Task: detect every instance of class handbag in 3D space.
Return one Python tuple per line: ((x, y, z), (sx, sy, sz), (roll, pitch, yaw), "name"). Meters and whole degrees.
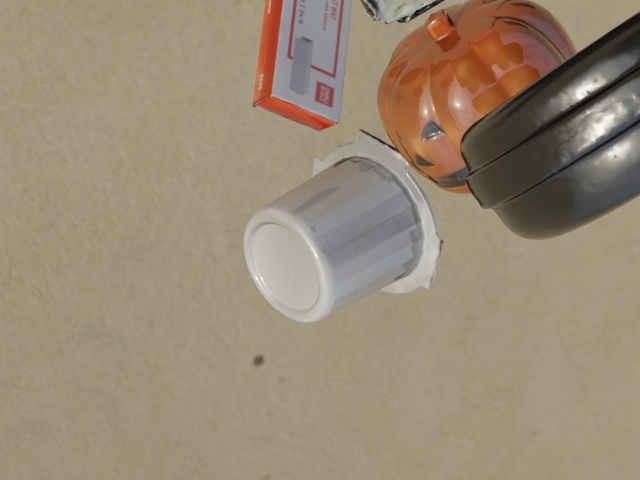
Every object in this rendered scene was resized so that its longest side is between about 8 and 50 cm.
((0.225, -0.106, 0.690), (0.308, 0.254, 0.093), (-34, 91, -39), "handbag")

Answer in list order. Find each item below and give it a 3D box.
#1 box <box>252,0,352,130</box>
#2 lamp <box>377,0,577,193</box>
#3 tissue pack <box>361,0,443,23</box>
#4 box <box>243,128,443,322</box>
((-0.023, -0.280, 1.531), (0.123, 0.050, 0.229), (19, 67, -32), "box")
((0.142, -0.141, 0.979), (0.188, 0.188, 0.164), (-42, 119, -10), "lamp")
((0.029, -0.362, 0.743), (0.210, 0.370, 0.198), (-31, 147, 14), "tissue pack")
((0.000, 0.000, 1.590), (0.206, 0.291, 0.262), (-28, 99, -39), "box")
